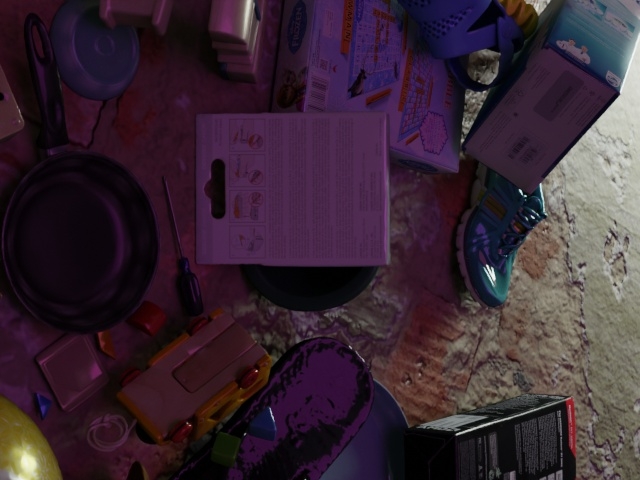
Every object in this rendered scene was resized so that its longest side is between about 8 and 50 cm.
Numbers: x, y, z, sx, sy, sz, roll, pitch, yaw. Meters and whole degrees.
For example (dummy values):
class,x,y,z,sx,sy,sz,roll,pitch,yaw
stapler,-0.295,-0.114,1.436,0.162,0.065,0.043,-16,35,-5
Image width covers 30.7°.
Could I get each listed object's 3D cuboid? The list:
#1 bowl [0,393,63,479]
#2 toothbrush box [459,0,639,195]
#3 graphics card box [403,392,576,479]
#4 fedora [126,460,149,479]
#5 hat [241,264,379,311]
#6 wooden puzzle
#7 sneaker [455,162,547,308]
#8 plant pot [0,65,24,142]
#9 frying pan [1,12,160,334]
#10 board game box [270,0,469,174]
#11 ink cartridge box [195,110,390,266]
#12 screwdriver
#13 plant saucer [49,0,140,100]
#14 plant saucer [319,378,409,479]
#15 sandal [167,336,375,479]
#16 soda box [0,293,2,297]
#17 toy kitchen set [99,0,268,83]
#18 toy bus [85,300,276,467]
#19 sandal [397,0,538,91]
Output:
class,x,y,z,sx,sy,sz,roll,pitch,yaw
bowl,-0.345,0.275,1.095,0.289,0.156,0.290,1,89,-44
toothbrush box,0.340,-0.240,1.666,0.126,0.216,0.295,34,41,-3
graphics card box,0.258,0.363,1.706,0.371,0.094,0.233,-4,93,-54
fedora,-0.233,0.324,1.219,0.079,0.194,0.194,12,80,-16
hat,0.000,0.000,1.529,0.208,0.183,0.173,-13,89,-1
wooden puzzle,-0.270,0.140,1.270,0.116,0.014,0.079,-30,106,-41
sneaker,0.278,-0.034,1.745,0.107,0.110,0.275,23,74,-42
plant pot,-0.353,-0.127,1.130,0.109,0.096,0.109,-34,113,-40
frying pan,-0.288,-0.049,1.226,0.197,0.053,0.326,-48,119,-34
board game box,0.082,-0.276,1.582,0.318,0.066,0.319,15,79,-44
ink cartridge box,-0.031,-0.063,1.415,0.066,0.232,0.189,7,82,-83
screwdriver,-0.164,0.007,1.375,0.025,0.024,0.170,-16,95,-74
plant saucer,-0.244,-0.216,1.291,0.119,0.021,0.119,-1,91,-45
plant saucer,0.008,0.327,1.523,0.317,0.043,0.318,-1,91,-45
sandal,-0.087,0.296,1.341,0.167,0.107,0.446,39,71,-14
soda box,-0.400,0.035,1.109,0.181,0.058,0.061,39,64,-37
toy kitchen set,-0.152,-0.273,1.337,0.207,0.166,0.122,84,13,-83
toy bus,-0.152,0.176,1.320,0.202,0.104,0.191,5,55,-4
sandal,0.178,-0.301,1.549,0.317,0.126,0.138,25,75,-41
